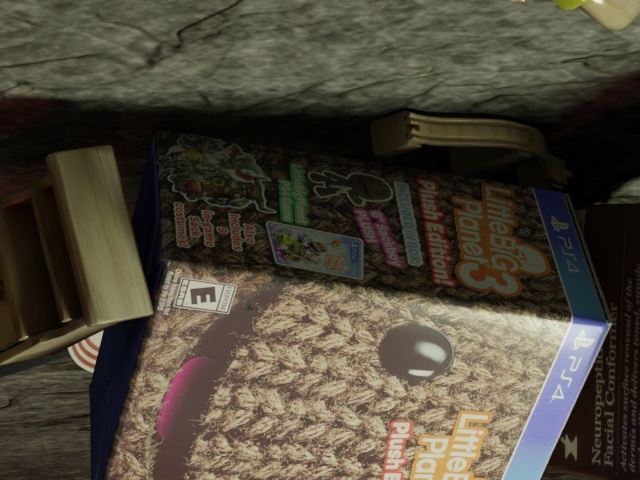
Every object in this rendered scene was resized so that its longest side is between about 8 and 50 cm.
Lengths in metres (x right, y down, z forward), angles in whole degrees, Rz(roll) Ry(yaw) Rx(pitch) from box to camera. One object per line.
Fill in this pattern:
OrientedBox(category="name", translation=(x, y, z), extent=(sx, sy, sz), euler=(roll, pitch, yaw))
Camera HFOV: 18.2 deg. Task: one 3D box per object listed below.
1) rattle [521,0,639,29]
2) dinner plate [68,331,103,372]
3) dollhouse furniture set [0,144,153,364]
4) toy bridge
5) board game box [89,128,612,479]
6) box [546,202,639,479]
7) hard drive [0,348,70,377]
OrientedBox(category="rattle", translation=(0.118, -0.174, 0.899), extent=(0.130, 0.143, 0.199), euler=(25, -172, 11))
OrientedBox(category="dinner plate", translation=(-0.144, 0.052, 1.612), extent=(0.141, 0.017, 0.141), euler=(-22, 142, -19))
OrientedBox(category="dollhouse furniture set", translation=(-0.251, 0.029, 1.202), extent=(0.242, 0.212, 0.161), euler=(-11, 172, -32))
OrientedBox(category="toy bridge", translation=(0.117, -0.061, 1.357), extent=(0.063, 0.026, 0.188), euler=(-18, 160, 38))
OrientedBox(category="board game box", translation=(0.009, 0.077, 1.331), extent=(0.291, 0.141, 0.232), euler=(8, 127, -14))
OrientedBox(category="box", translation=(0.220, 0.068, 1.401), extent=(0.143, 0.191, 0.381), euler=(2, 179, -21))
OrientedBox(category="hard drive", translation=(-0.282, 0.072, 1.688), extent=(0.172, 0.054, 0.254), euler=(9, 159, -44))
